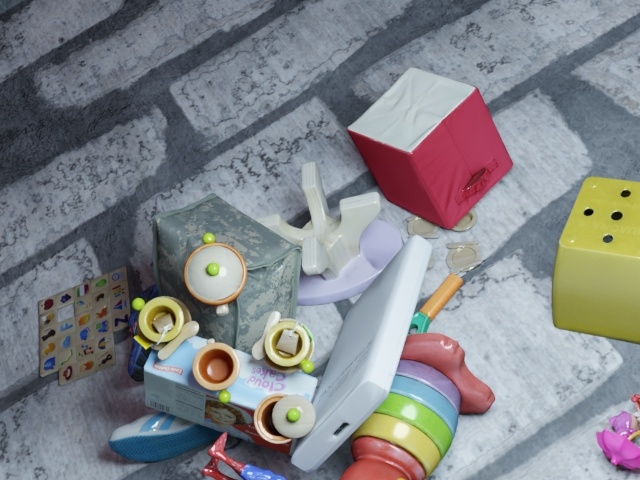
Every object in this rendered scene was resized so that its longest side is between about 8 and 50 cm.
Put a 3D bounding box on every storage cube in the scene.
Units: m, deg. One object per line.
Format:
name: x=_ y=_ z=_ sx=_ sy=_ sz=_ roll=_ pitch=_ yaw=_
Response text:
storage cube: x=0.200 y=-0.170 z=2.021 sx=0.183 sy=0.193 sz=0.215 roll=-44 pitch=38 yaw=-14

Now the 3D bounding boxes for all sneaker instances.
sneaker: x=-0.319 y=0.172 z=2.084 sx=0.087 sy=0.083 sz=0.221 roll=-19 pitch=39 yaw=29
sneaker: x=-0.254 y=0.310 z=1.921 sx=0.229 sy=0.087 sz=0.092 roll=-17 pitch=48 yaw=-1

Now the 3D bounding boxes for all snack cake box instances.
snack cake box: x=-0.148 y=0.244 z=1.804 sx=0.264 sy=0.152 sz=0.089 roll=19 pitch=58 yaw=3

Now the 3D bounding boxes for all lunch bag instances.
lunch bag: x=-0.165 y=0.103 z=1.943 sx=0.169 sy=0.287 sz=0.235 roll=-23 pitch=41 yaw=-38

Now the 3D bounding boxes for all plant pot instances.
plant pot: x=0.478 y=0.018 z=1.746 sx=0.212 sy=0.187 sz=0.212 roll=10 pitch=57 yaw=32

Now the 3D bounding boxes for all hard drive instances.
hard drive: x=0.070 y=0.171 z=1.748 sx=0.233 sy=0.047 sz=0.353 roll=-52 pitch=9 yaw=38

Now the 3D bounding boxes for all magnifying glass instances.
magnifying glass: x=0.163 y=0.146 z=1.901 sx=0.092 sy=0.026 sz=0.231 roll=28 pitch=67 yaw=40

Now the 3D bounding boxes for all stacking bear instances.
stacking bear: x=0.118 y=0.304 z=1.674 sx=0.164 sy=0.175 sz=0.289 roll=-4 pitch=44 yaw=42

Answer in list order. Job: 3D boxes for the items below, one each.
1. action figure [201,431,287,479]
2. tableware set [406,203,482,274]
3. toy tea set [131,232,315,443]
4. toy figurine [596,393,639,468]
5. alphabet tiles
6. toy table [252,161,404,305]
action figure: x=-0.028 y=0.377 z=1.725 sx=0.280 sy=0.091 sz=0.139 roll=32 pitch=45 yaw=12
tableware set: x=0.219 y=-0.002 z=2.004 sx=0.141 sy=0.020 sz=0.168 roll=-10 pitch=49 yaw=18
toy tea set: x=-0.122 y=0.152 z=1.676 sx=0.336 sy=0.124 sz=0.200 roll=40 pitch=79 yaw=8
toy figurine: x=0.473 y=0.258 z=1.610 sx=0.159 sy=0.130 sz=0.173 roll=-30 pitch=23 yaw=13
alphabet tiles: x=-0.462 y=0.172 z=2.191 sx=0.198 sy=0.009 sz=0.237 roll=-22 pitch=46 yaw=7
toy table: x=0.000 y=0.000 z=2.011 sx=0.274 sy=0.161 sz=0.252 roll=-22 pitch=46 yaw=6
